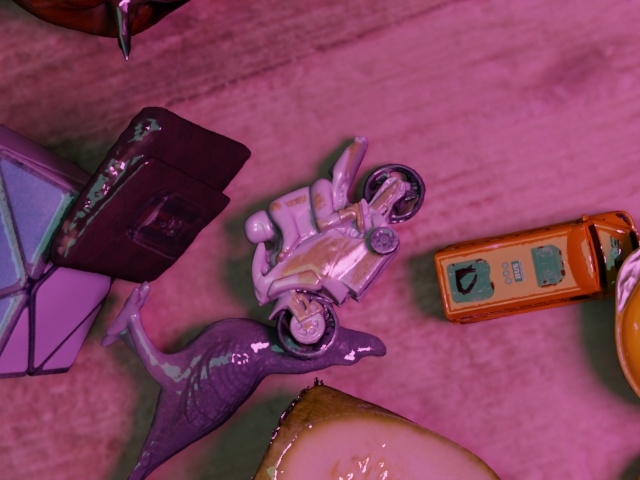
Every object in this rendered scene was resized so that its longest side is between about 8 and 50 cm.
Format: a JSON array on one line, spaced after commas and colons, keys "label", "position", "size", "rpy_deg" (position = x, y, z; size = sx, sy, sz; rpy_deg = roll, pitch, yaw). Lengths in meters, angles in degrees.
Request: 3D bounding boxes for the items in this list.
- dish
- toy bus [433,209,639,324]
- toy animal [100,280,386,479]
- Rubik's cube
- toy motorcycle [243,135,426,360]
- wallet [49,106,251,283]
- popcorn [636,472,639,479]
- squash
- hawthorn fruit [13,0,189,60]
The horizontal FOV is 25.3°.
[{"label": "dish", "position": [0.336, 0.080, 1.322], "size": [0.148, 0.080, 0.208], "rpy_deg": [-21, 94, -1]}, {"label": "toy bus", "position": [0.209, 0.027, 1.357], "size": [0.194, 0.088, 0.083], "rpy_deg": [-12, 86, 11]}, {"label": "toy animal", "position": [-0.139, 0.140, 1.426], "size": [0.367, 0.081, 0.206], "rpy_deg": [-37, 94, 4]}, {"label": "Rubik's cube", "position": [-0.326, 0.002, 1.418], "size": [0.205, 0.207, 0.205], "rpy_deg": [28, 93, 14]}, {"label": "toy motorcycle", "position": [0.000, 0.000, 1.404], "size": [0.151, 0.074, 0.229], "rpy_deg": [29, 79, 14]}, {"label": "wallet", "position": [-0.161, -0.037, 1.371], "size": [0.049, 0.229, 0.182], "rpy_deg": [40, 95, 16]}, {"label": "popcorn", "position": [0.327, 0.219, 1.334], "size": [0.084, 0.084, 0.084], "rpy_deg": [-1, 87, 12]}, {"label": "squash", "position": [0.074, 0.262, 1.326], "size": [0.260, 0.189, 0.189], "rpy_deg": [25, 93, 17]}, {"label": "hawthorn fruit", "position": [-0.210, -0.322, 1.389], "size": [0.267, 0.268, 0.301], "rpy_deg": [-1, 89, 12]}]
